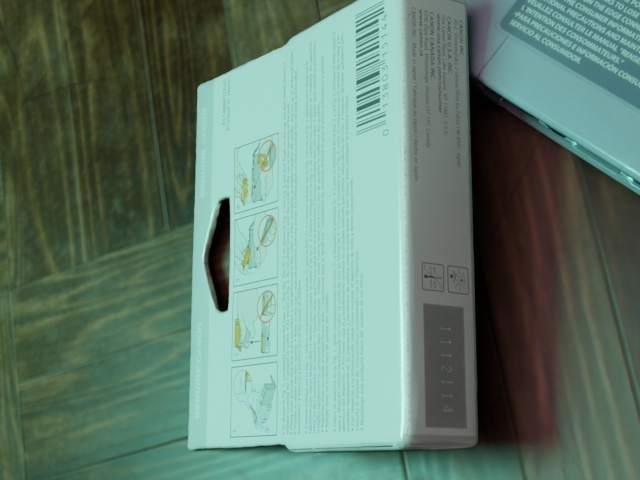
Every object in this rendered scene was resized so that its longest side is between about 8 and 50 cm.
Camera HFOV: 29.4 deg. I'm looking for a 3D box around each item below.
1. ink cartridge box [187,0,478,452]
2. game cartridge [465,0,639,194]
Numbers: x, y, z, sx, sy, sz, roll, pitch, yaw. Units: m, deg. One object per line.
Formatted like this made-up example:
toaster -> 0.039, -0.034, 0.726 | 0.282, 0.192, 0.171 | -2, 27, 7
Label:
ink cartridge box -> 0.000, 0.000, 0.863 | 0.261, 0.066, 0.296 | -15, 71, 54
game cartridge -> 0.225, -0.130, 0.761 | 0.198, 0.062, 0.297 | -49, 51, 0
